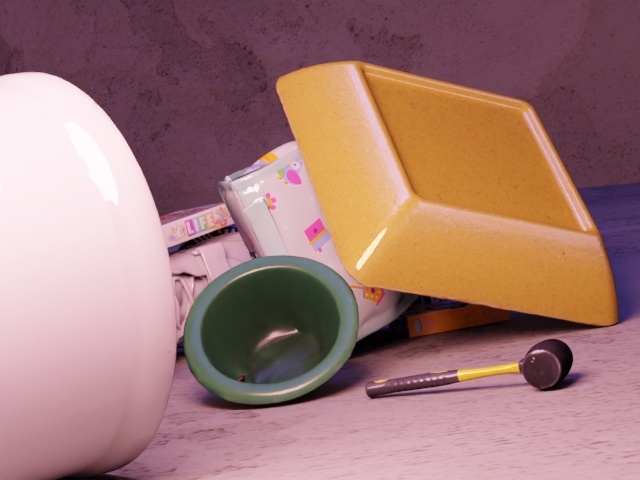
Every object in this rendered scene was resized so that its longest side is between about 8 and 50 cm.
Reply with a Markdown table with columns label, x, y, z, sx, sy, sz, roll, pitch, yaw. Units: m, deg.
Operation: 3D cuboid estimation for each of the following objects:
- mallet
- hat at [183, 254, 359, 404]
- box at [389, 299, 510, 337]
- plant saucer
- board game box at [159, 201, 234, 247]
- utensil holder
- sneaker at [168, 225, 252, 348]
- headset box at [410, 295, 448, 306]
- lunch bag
| label | x | y | z | sx | sy | sz | roll | pitch | yaw |
| --- | --- | --- | --- | --- | --- | --- | --- | --- | --- |
| mallet | 0.135 | 0.118 | 1.602 | 0.189 | 0.039 | 0.062 | -10 | 3 | 27 |
| hat | -0.035 | 0.131 | 1.775 | 0.173 | 0.183 | 0.208 | -14 | 46 | 1 |
| box | 0.137 | 0.086 | 2.021 | 0.136 | 0.028 | 0.081 | -11 | 5 | -13 |
| plant saucer | 0.147 | -0.070 | 1.897 | 0.332 | 0.081 | 0.333 | 11 | 38 | -27 |
| board game box | -0.174 | -0.012 | 2.049 | 0.103 | 0.026 | 0.154 | -9 | 8 | 38 |
| utensil holder | -0.351 | 0.063 | 1.317 | 0.385 | 0.328 | 0.327 | -15 | 8 | -39 |
| sneaker | -0.159 | 0.075 | 2.010 | 0.365 | 0.137 | 0.210 | -13 | 7 | -14 |
| headset box | 0.143 | -0.025 | 2.314 | 0.246 | 0.131 | 0.283 | -16 | 19 | -30 |
| lunch bag | 0.000 | 0.000 | 1.959 | 0.160 | 0.223 | 0.262 | -20 | 7 | 28 |
